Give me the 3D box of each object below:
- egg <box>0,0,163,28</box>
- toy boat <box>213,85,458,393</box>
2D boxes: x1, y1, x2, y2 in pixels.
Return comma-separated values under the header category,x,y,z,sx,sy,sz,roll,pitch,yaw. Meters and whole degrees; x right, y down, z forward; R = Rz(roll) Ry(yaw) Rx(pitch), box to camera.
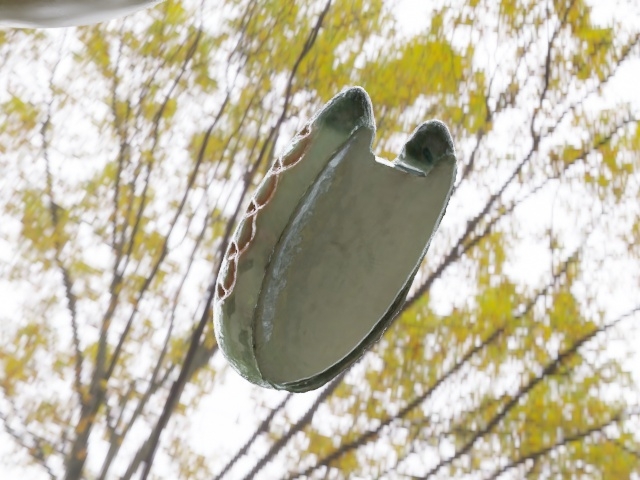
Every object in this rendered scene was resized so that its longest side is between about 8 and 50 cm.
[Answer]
category,x,y,z,sx,sy,sz,roll,pitch,yaw
egg,-0.089,-0.191,0.602,0.242,0.186,0.186,-32,-70,10
toy boat,0.000,0.000,0.969,0.134,0.079,0.207,14,-72,-44
